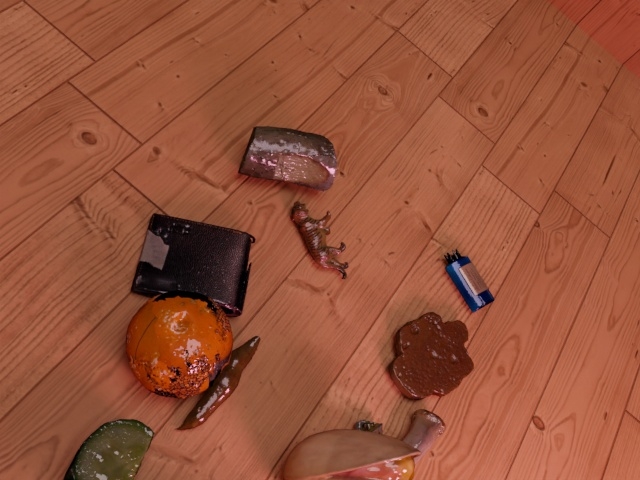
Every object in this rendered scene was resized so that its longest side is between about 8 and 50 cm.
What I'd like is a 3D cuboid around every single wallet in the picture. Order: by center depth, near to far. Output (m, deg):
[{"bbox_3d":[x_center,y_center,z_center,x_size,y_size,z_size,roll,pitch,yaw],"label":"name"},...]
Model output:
[{"bbox_3d":[-0.295,0.053,1.648,0.262,0.071,0.221,14,59,-11],"label":"wallet"}]

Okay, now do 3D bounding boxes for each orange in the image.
[{"bbox_3d":[-0.302,0.218,1.491,0.234,0.182,0.234,4,64,-9],"label":"orange"}]

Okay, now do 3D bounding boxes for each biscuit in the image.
[{"bbox_3d":[0.287,0.297,1.806,0.290,0.041,0.208,-33,81,-36],"label":"biscuit"}]

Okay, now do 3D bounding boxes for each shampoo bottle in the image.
[{"bbox_3d":[0.414,0.109,1.965,0.087,0.050,0.183,-23,75,-30],"label":"shampoo bottle"}]

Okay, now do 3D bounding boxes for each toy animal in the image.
[{"bbox_3d":[0.000,0.000,1.829,0.099,0.057,0.241,-16,73,-25],"label":"toy animal"}]

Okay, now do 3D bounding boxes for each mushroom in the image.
[{"bbox_3d":[0.214,0.491,1.654,0.084,0.071,0.209,43,57,8],"label":"mushroom"}]

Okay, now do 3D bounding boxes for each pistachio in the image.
[{"bbox_3d":[0.067,0.495,1.472,0.299,0.187,0.187,-8,58,18],"label":"pistachio"}]

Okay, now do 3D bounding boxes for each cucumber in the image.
[{"bbox_3d":[-0.405,0.450,1.348,0.191,0.130,0.191,17,52,-22],"label":"cucumber"}]

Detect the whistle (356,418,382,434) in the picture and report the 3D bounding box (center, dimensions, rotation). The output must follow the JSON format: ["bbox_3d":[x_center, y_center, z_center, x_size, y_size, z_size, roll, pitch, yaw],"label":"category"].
[{"bbox_3d":[0.108,0.567,1.563,0.068,0.057,0.326,14,58,-18],"label":"whistle"}]

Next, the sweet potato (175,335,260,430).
[{"bbox_3d":[-0.219,0.318,1.541,0.067,0.067,0.274,39,59,-1],"label":"sweet potato"}]

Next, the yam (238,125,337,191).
[{"bbox_3d":[-0.087,-0.225,1.853,0.254,0.154,0.154,8,60,-17],"label":"yam"}]
